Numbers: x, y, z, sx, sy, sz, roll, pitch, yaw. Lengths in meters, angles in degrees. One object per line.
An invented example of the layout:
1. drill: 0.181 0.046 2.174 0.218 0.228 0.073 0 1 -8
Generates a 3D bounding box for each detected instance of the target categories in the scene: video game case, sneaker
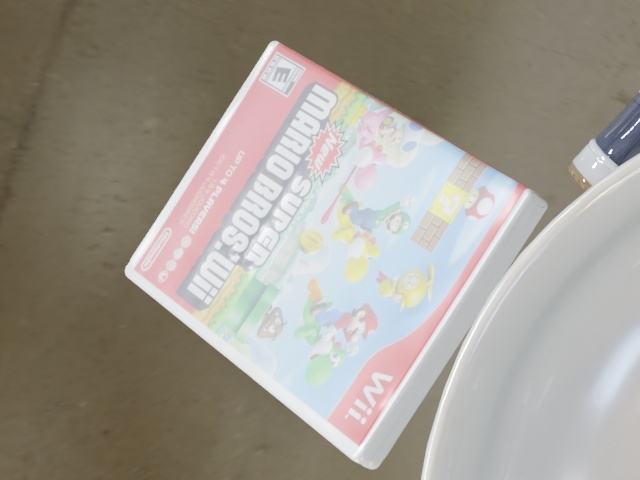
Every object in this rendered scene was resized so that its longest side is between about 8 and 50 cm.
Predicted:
1. video game case: 0.000 0.000 1.302 0.285 0.025 0.204 35 92 44
2. sneaker: 0.313 -0.069 1.484 0.153 0.282 0.099 -52 59 16

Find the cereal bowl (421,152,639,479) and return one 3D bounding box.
1. cereal bowl: 0.213 0.118 0.726 0.339 0.141 0.338 -2 85 16
